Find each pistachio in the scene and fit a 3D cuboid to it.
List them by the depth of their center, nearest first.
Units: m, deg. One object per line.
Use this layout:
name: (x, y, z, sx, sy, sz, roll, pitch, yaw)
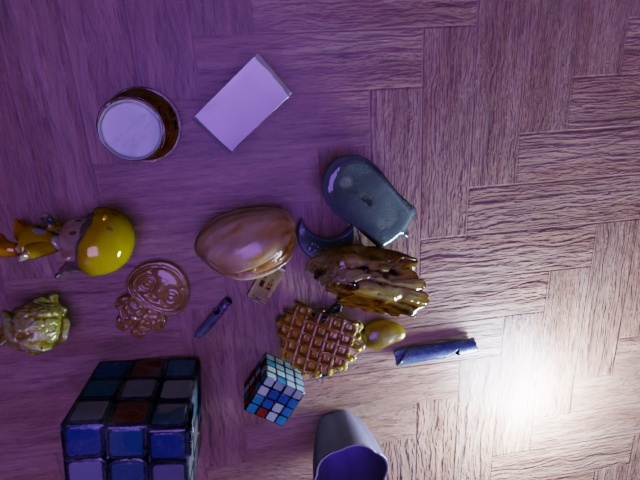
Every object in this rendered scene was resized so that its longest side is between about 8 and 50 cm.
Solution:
pistachio: (-0.222, 0.007, 1.358, 0.309, 0.230, 0.229, -16, 110, -7)

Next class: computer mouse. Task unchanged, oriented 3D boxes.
computer mouse: (0.146, -0.123, 1.413, 0.371, 0.122, 0.188, 39, 95, -25)

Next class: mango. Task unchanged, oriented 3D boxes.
mango: (0.223, 0.331, 1.597, 0.161, 0.076, 0.103, -3, 104, -11)

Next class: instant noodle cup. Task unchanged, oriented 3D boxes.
instant noodle cup: (-0.499, -0.309, 1.227, 0.216, 0.172, 0.215, -3, 108, -9)

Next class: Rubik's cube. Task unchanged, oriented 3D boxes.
Rubik's cube: (-0.568, 0.608, 1.423, 0.359, 0.363, 0.362, -1, 109, -10)
Rubik's cube: (-0.161, 0.511, 1.556, 0.154, 0.155, 0.151, 30, 99, -17)

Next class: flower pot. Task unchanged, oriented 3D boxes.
flower pot: (0.086, 0.757, 1.628, 0.265, 0.243, 0.265, -3, 111, -8)

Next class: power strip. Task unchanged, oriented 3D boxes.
power strip: (0.000, 0.000, 1.471, 0.216, 0.044, 0.137, 3, 108, -10)

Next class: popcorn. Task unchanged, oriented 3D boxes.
popcorn: (-0.867, 0.263, 1.359, 0.188, 0.185, 0.167, -22, 92, 8)

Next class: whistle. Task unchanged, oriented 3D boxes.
whistle: (-0.359, 0.261, 1.508, 0.033, 0.033, 0.176, 38, 98, -18)
whistle: (0.421, 0.408, 1.658, 0.304, 0.062, 0.062, -8, 109, -5)

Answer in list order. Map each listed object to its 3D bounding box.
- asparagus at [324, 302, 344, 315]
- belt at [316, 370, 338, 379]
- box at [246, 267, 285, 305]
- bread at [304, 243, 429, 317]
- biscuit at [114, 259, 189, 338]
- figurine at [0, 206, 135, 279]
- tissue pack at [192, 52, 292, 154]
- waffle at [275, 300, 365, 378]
asparagus: (0.009, 0.269, 1.567, 0.165, 0.030, 0.036, -35, 134, 2)
belt: (0.031, 0.386, 1.581, 0.163, 0.082, 0.147, -23, 98, 5)
box: (-0.182, 0.142, 1.502, 0.073, 0.020, 0.149, 28, 102, -17)
bread: (0.128, 0.107, 1.387, 0.370, 0.314, 0.191, 19, 76, -26)
biscuit: (-0.550, 0.193, 1.455, 0.202, 0.044, 0.288, 40, 96, -18)
figurine: (-0.710, -0.003, 1.285, 0.344, 0.215, 0.187, 3, 139, -2)
tissue pack: (-0.217, -0.379, 1.255, 0.246, 0.159, 0.136, -42, 110, 6)
waffle: (-0.011, 0.321, 1.507, 0.310, 0.065, 0.283, -29, 82, 8)
